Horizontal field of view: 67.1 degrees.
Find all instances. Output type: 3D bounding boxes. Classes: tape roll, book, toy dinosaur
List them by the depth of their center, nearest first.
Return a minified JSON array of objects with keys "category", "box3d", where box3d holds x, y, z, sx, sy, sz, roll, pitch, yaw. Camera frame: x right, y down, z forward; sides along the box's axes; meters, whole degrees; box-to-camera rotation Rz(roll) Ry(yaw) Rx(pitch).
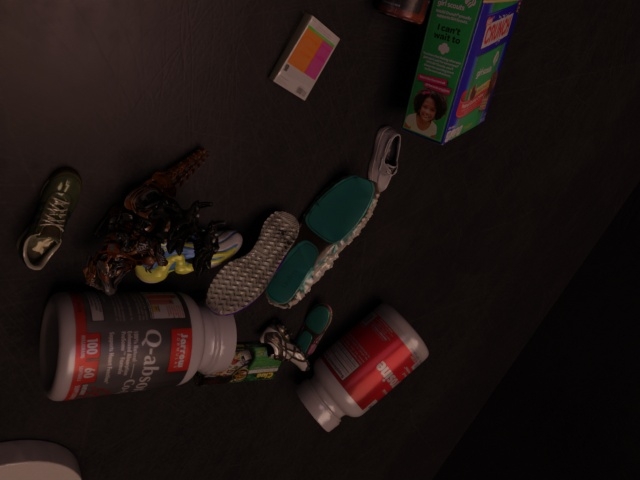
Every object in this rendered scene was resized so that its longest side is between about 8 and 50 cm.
[{"category":"toy dinosaur","box3d":[-0.313,-0.041,0.914,0.322,0.218,0.164,-68,160,4]},{"category":"book","box3d":[-0.031,-0.371,0.986,0.096,0.035,0.144,18,110,-47]},{"category":"tape roll","box3d":[-0.784,0.641,1.154,0.392,0.072,0.392,-20,132,-24]}]

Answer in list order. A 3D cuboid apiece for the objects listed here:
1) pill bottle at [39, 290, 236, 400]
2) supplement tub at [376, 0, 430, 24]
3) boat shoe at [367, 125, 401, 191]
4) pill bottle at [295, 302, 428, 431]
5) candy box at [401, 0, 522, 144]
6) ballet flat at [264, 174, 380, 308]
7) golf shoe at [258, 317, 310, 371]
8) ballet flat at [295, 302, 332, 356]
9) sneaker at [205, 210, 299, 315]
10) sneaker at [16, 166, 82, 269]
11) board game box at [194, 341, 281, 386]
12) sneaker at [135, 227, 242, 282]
[{"category":"pill bottle","box3d":[-0.380,0.213,1.034,0.363,0.210,0.210,4,119,-39]},{"category":"supplement tub","box3d":[0.189,-0.547,0.965,0.106,0.106,0.198,-3,123,-36]},{"category":"boat shoe","box3d":[0.172,-0.200,1.245,0.066,0.063,0.184,-11,127,-31]},{"category":"pill bottle","box3d":[0.128,0.411,1.557,0.407,0.229,0.229,-40,137,-5]},{"category":"candy box","box3d":[0.326,-0.412,1.102,0.268,0.122,0.317,-33,140,-45]},{"category":"ballet flat","box3d":[0.000,0.000,1.245,0.409,0.147,0.147,-50,137,9]},{"category":"golf shoe","box3d":[-0.106,0.319,1.396,0.094,0.077,0.198,-39,112,-15]},{"category":"ballet flat","box3d":[-0.014,0.269,1.464,0.079,0.077,0.221,-12,135,-54]},{"category":"sneaker","box3d":[-0.153,0.074,1.124,0.293,0.102,0.146,-51,175,-31]},{"category":"sneaker","box3d":[-0.478,-0.031,0.863,0.064,0.086,0.192,24,105,-45]},{"category":"board game box","box3d":[-0.222,0.352,1.393,0.259,0.030,0.136,8,114,-41]},{"category":"sneaker","box3d":[-0.285,0.002,1.035,0.240,0.091,0.126,-24,129,-24]}]
